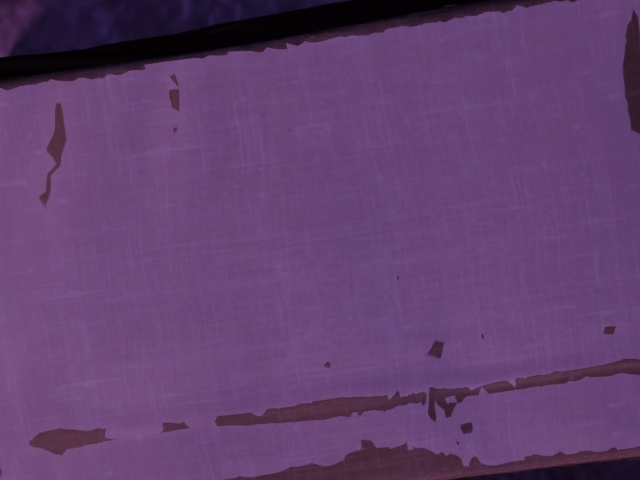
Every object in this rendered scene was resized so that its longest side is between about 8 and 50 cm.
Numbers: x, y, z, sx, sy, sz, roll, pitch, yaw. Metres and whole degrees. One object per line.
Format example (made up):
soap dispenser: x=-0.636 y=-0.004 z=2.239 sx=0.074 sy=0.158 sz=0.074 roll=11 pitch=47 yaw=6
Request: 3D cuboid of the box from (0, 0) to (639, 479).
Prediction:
box: x=0.000 y=0.000 z=0.642 sx=0.231 sy=0.149 sz=0.155 roll=-10 pitch=99 yaw=5
